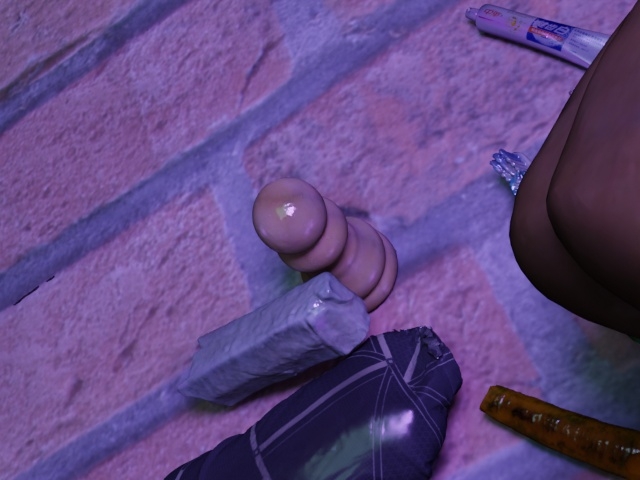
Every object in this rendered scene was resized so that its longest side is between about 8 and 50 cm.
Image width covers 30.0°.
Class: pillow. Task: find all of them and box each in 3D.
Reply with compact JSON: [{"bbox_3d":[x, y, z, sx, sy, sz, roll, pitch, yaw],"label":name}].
[{"bbox_3d":[-0.013,0.201,1.070,0.335,0.092,0.162,-36,49,10],"label":"pillow"}]

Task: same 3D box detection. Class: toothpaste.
[{"bbox_3d":[0.214,-0.202,1.169,0.169,0.028,0.045,25,75,34],"label":"toothpaste"}]

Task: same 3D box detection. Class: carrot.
[{"bbox_3d":[0.208,0.158,0.996,0.170,0.042,0.042,19,78,36],"label":"carrot"}]

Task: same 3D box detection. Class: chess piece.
[{"bbox_3d":[0.000,0.000,1.108,0.094,0.170,0.094,-12,62,23],"label":"chess piece"}]

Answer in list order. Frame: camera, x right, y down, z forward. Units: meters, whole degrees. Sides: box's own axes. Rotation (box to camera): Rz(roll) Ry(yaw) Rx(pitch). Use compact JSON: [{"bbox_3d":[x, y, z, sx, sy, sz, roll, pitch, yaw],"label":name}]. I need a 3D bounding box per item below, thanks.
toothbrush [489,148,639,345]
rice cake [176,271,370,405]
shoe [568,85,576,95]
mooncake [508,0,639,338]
[{"bbox_3d":[0.273,0.065,1.009,0.042,0.040,0.418,-51,55,25],"label":"toothbrush"},{"bbox_3d":[-0.042,0.097,1.123,0.206,0.069,0.063,-31,35,36],"label":"rice cake"},{"bbox_3d":[0.269,-0.060,1.030,0.089,0.092,0.180,-29,56,14],"label":"shoe"},{"bbox_3d":[0.354,-0.002,0.736,0.467,0.467,0.262,26,83,36],"label":"mooncake"}]
